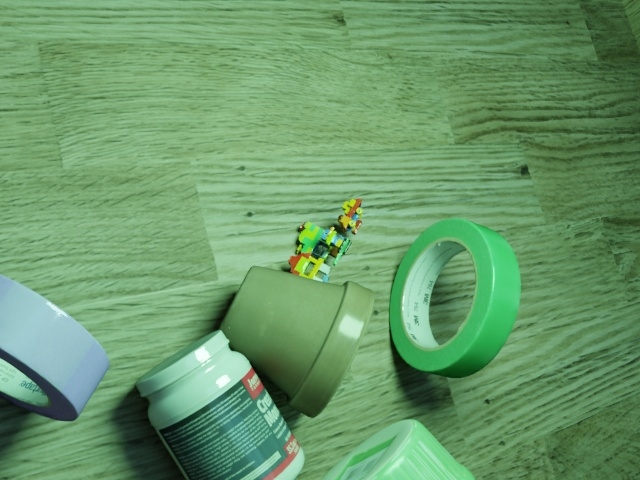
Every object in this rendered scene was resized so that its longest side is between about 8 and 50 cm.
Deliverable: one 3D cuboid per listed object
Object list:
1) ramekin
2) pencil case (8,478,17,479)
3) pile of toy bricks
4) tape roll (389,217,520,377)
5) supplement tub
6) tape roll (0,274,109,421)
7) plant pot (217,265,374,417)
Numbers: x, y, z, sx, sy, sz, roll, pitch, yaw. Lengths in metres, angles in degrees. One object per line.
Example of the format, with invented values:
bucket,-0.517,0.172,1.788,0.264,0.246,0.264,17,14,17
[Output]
ramekin,0.112,0.459,1.359,0.303,0.303,0.148,-37,89,-37
pencil case,-0.523,0.451,1.044,0.284,0.124,0.124,-28,91,-36
pile of toy bricks,0.000,0.000,1.572,0.105,0.118,0.212,28,74,9
tape roll,0.267,0.116,1.560,0.077,0.321,0.321,18,65,-28
supplement tub,-0.168,0.310,1.281,0.191,0.191,0.272,-33,94,-37
tape roll,-0.447,0.151,1.095,0.275,0.275,0.090,39,57,-17
plant pot,-0.057,0.159,1.399,0.229,0.263,0.263,27,59,-2
